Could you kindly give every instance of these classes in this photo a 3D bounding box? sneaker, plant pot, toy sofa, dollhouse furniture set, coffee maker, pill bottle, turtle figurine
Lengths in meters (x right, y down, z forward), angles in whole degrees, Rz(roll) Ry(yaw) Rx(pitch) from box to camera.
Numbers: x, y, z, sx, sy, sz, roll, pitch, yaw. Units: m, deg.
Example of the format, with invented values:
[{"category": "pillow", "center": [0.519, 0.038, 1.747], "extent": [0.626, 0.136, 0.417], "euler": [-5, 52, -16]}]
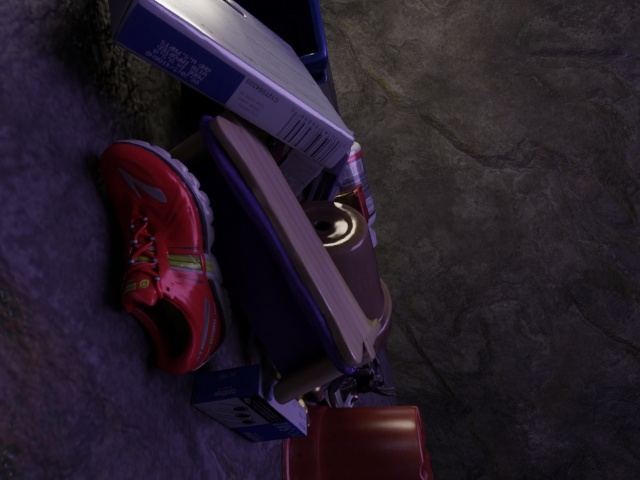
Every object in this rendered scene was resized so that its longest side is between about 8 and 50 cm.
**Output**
[{"category": "sneaker", "center": [0.059, 0.381, 1.260], "extent": [0.271, 0.108, 0.100], "euler": [-73, 151, -63]}, {"category": "plant pot", "center": [0.004, 0.064, 0.791], "extent": [0.263, 0.263, 0.229], "euler": [-86, 178, -50]}, {"category": "toy sofa", "center": [-0.077, 0.023, 0.595], "extent": [0.362, 0.150, 0.177], "euler": [60, 16, 2]}, {"category": "dollhouse furniture set", "center": [0.067, 0.035, 1.383], "extent": [0.152, 0.201, 0.374], "euler": [-51, 128, -75]}, {"category": "coffee maker", "center": [-0.157, -0.254, 0.809], "extent": [0.178, 0.120, 0.171], "euler": [6, 72, -78]}, {"category": "plant pot", "center": [-0.108, -0.433, 0.953], "extent": [0.212, 0.236, 0.235], "euler": [-18, 96, -84]}, {"category": "sneaker", "center": [0.076, 0.454, 1.340], "extent": [0.057, 0.075, 0.161], "euler": [66, 17, -46]}, {"category": "plant pot", "center": [0.091, 0.466, 0.941], "extent": [0.272, 0.265, 0.272], "euler": [-11, 90, -78]}, {"category": "pill bottle", "center": [0.072, -0.138, 1.549], "extent": [0.210, 0.210, 0.362], "euler": [-73, 150, -66]}, {"category": "turtle figurine", "center": [-0.049, 0.248, 0.899], "extent": [0.269, 0.087, 0.217], "euler": [-72, 149, -58]}, {"category": "sneaker", "center": [-0.179, 0.025, 0.507], "extent": [0.118, 0.107, 0.279], "euler": [-50, 126, -63]}]

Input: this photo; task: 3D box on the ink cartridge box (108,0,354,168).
[{"category": "ink cartridge box", "center": [-0.131, -0.276, 0.643], "extent": [0.324, 0.071, 0.330], "euler": [23, 29, -40]}]

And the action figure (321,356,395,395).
[{"category": "action figure", "center": [0.045, 0.281, 1.063], "extent": [0.275, 0.141, 0.164], "euler": [48, 11, 7]}]

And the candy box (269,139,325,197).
[{"category": "candy box", "center": [-0.067, -0.133, 0.849], "extent": [0.071, 0.233, 0.159], "euler": [37, 31, -21]}]

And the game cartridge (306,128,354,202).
[{"category": "game cartridge", "center": [-0.010, -0.067, 1.017], "extent": [0.230, 0.068, 0.355], "euler": [-65, 178, -65]}]

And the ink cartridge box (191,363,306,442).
[{"category": "ink cartridge box", "center": [-0.096, 0.251, 0.675], "extent": [0.207, 0.097, 0.046], "euler": [64, 18, -50]}]
